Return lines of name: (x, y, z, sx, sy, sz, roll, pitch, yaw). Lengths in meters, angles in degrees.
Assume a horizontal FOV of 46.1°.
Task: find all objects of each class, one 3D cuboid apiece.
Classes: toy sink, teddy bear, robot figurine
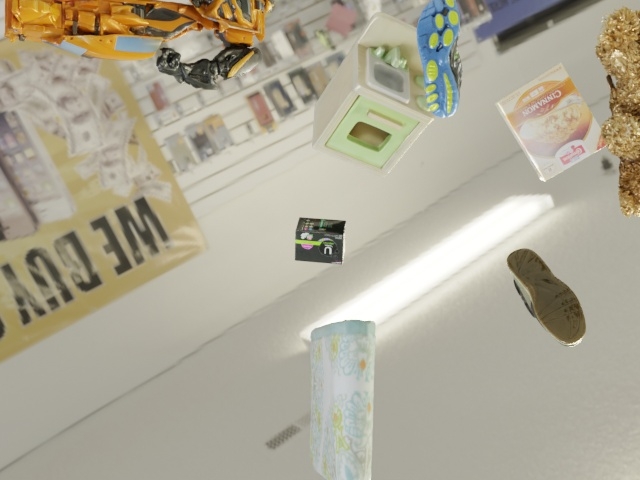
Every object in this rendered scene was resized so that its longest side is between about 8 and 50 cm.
toy sink: (0.104, -0.243, 1.301, 0.234, 0.153, 0.131, -51, -153, 43)
teddy bear: (0.525, -0.209, 1.196, 0.113, 0.337, 0.245, -8, 169, 40)
robot figurine: (-0.179, -0.272, 0.798, 0.291, 0.211, 0.085, -2, -179, -27)

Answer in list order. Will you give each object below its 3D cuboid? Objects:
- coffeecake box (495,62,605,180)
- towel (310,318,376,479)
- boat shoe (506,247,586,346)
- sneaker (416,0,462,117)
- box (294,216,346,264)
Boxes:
coffeecake box: (0.458, -0.233, 1.495, 0.142, 0.185, 0.068, -32, -178, 12)
towel: (0.043, 0.329, 1.553, 0.090, 0.320, 0.374, 1, 170, -9)
boat shoe: (0.288, 0.075, 0.952, 0.056, 0.049, 0.152, -25, -131, 5)
sneaker: (0.189, -0.288, 1.187, 0.067, 0.188, 0.078, -2, -170, 12)
box: (0.000, 0.000, 1.292, 0.083, 0.062, 0.052, 4, -149, 5)
